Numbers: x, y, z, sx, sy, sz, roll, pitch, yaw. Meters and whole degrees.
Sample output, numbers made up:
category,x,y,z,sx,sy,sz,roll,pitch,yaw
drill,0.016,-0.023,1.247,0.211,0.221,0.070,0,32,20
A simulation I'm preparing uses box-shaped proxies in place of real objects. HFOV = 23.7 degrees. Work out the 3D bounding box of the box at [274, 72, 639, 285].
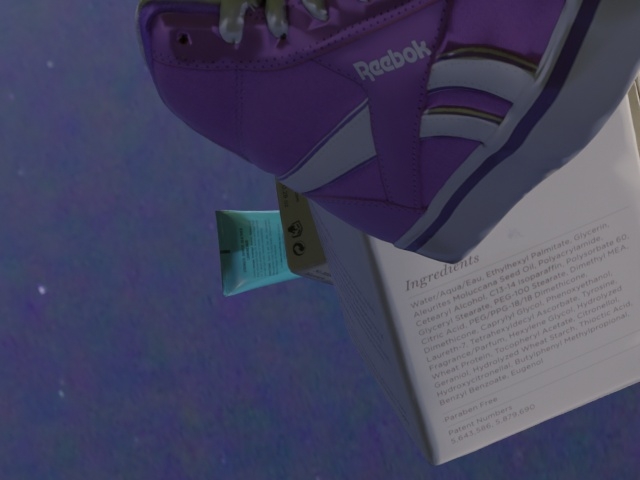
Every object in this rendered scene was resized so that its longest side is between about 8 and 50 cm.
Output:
category,x,y,z,sx,sy,sz,roll,pitch,yaw
box,0.111,-0.047,1.036,0.275,0.113,0.094,-18,-109,31

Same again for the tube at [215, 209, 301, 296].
category,x,y,z,sx,sy,sz,roll,pitch,yaw
tube,0.000,0.000,1.460,0.207,0.052,0.080,-8,-90,-24

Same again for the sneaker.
category,x,y,z,sx,sy,sz,roll,pitch,yaw
sneaker,0.019,-0.088,0.486,0.161,0.282,0.102,26,-121,-5

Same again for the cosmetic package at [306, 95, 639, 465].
category,x,y,z,sx,sy,sz,roll,pitch,yaw
cosmetic package,0.082,-0.012,0.831,0.151,0.184,0.151,-21,-148,-7
